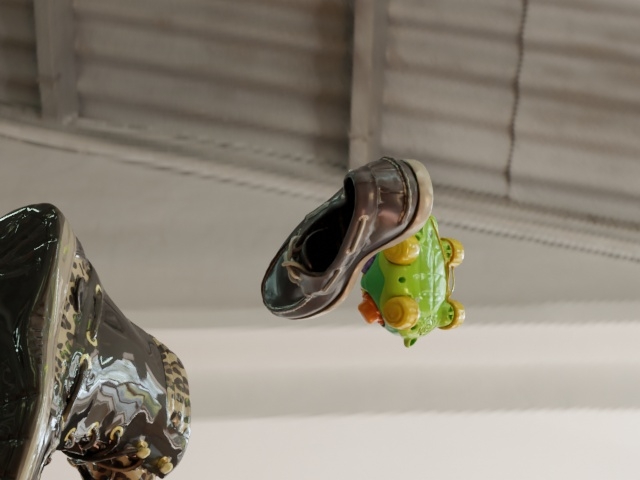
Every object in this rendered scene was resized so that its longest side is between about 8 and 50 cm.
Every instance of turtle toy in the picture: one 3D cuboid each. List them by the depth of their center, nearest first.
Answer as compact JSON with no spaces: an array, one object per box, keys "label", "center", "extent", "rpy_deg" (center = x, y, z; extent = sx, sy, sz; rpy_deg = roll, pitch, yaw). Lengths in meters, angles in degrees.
[{"label":"turtle toy","center":[0.063,0.019,1.112],"extent":[0.066,0.095,0.130],"rpy_deg":[-5,-97,35]}]

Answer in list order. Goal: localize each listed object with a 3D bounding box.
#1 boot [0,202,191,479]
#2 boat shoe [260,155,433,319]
[{"label":"boot","center":[-0.249,0.187,1.388],"extent":[0.138,0.377,0.284],"rpy_deg":[-12,-37,20]},{"label":"boat shoe","center":[0.000,0.000,1.049],"extent":[0.065,0.075,0.206],"rpy_deg":[-1,-25,-35]}]
